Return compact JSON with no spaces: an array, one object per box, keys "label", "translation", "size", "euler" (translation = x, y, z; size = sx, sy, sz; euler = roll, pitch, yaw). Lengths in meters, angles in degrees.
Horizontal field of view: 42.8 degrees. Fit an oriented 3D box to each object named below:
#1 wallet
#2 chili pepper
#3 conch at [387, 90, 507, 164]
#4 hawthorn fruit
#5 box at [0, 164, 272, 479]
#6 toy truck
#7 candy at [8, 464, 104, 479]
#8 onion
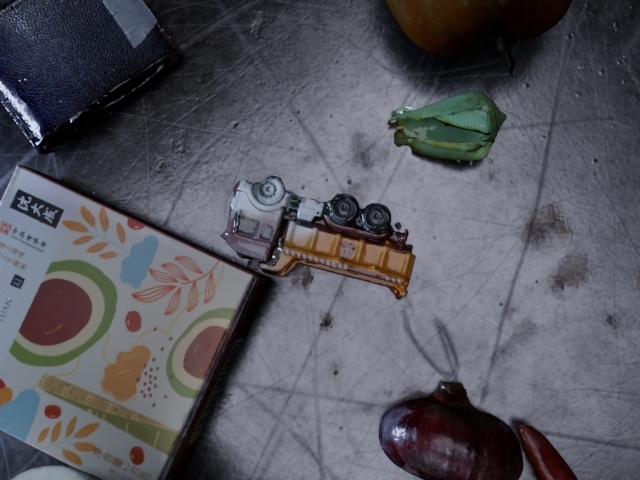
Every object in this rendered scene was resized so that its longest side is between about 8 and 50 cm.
[{"label":"wallet","translation":[-0.374,-0.287,1.234],"size":[0.262,0.071,0.221],"euler":[-36,79,-2]},{"label":"chili pepper","translation":[0.342,0.375,1.125],"size":[0.063,0.071,0.272],"euler":[-25,82,36]},{"label":"conch","translation":[0.183,-0.156,1.175],"size":[0.170,0.079,0.105],"euler":[-6,80,19]},{"label":"hawthorn fruit","translation":[0.215,-0.365,1.091],"size":[0.268,0.268,0.300],"euler":[-26,93,2]},{"label":"box","translation":[-0.317,0.130,1.166],"size":[0.385,0.122,0.344],"euler":[25,89,6]},{"label":"toy truck","translation":[0.000,0.000,1.159],"size":[0.271,0.114,0.135],"euler":[15,83,3]},{"label":"candy","translation":[-0.262,0.478,1.056],"size":[0.186,0.386,0.426],"euler":[-33,93,-35]},{"label":"onion","translation":[0.183,0.277,1.129],"size":[0.206,0.098,0.151],"euler":[7,88,5]}]
